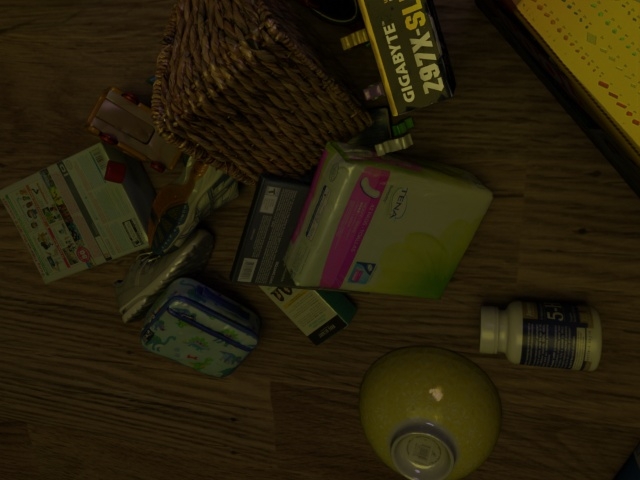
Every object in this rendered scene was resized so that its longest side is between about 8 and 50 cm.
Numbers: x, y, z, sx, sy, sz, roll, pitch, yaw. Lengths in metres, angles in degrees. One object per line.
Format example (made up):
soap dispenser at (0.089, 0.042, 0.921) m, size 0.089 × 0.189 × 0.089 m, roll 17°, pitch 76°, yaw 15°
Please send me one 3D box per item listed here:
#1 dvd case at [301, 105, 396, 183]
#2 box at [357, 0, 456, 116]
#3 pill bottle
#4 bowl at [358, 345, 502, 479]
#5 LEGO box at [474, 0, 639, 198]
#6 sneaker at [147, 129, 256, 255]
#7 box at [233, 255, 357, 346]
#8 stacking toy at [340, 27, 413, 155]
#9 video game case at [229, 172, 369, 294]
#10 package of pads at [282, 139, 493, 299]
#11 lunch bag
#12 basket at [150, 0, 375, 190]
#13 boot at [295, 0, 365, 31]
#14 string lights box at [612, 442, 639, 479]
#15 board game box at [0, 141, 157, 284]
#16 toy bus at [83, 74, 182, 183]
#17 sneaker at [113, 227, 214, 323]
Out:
dvd case at (0.055, -0.106, 0.942) m, size 0.180 × 0.022 × 0.253 m, roll -5°, pitch 107°, yaw 17°
box at (0.111, -0.313, 0.686) m, size 0.079 × 0.322 × 0.257 m, roll -13°, pitch 105°, yaw 19°
pill bottle at (0.374, 0.162, 0.893) m, size 0.186 × 0.112 × 0.112 m, roll 2°, pitch 110°, yaw 16°
bowl at (0.202, 0.369, 0.996) m, size 0.289 × 0.156 × 0.289 m, roll 6°, pitch 111°, yaw 15°
LEGO box at (0.418, -0.185, 0.613) m, size 0.193 × 0.372 × 0.500 m, roll -40°, pitch 94°, yaw 25°
sneaker at (-0.217, -0.081, 0.969) m, size 0.296 × 0.131 × 0.112 m, roll -52°, pitch 54°, yaw 23°
box at (-0.049, 0.087, 1.013) m, size 0.244 × 0.060 × 0.100 m, roll 47°, pitch 125°, yaw -3°
stacking toy at (0.101, -0.232, 0.775) m, size 0.052 × 0.221 × 0.167 m, roll -14°, pitch 106°, yaw 21°
video game case at (0.000, 0.000, 0.884) m, size 0.274 × 0.026 × 0.196 m, roll 7°, pitch 117°, yaw -28°
package of pads at (0.113, -0.028, 0.837) m, size 0.296 × 0.101 × 0.229 m, roll 8°, pitch 118°, yaw -28°
lunch bag at (-0.244, 0.183, 1.060) m, size 0.219 × 0.090 × 0.176 m, roll 34°, pitch 117°, yaw -25°
basket at (-0.101, -0.239, 0.780) m, size 0.223 × 0.299 × 0.213 m, roll -35°, pitch 62°, yaw 20°
boot at (-0.031, -0.402, 0.778) m, size 0.244 × 0.176 × 0.088 m, roll 33°, pitch 117°, yaw 5°
string lights box at (0.615, 0.518, 0.968) m, size 0.133 × 0.077 × 0.260 m, roll 22°, pitch 114°, yaw 9°
board game box at (-0.495, -0.058, 1.084) m, size 0.303 × 0.097 × 0.224 m, roll -17°, pitch 102°, yaw 20°
toy bus at (-0.341, -0.202, 0.978) m, size 0.104 × 0.191 × 0.202 m, roll 15°, pitch 122°, yaw 56°
sneaker at (-0.344, 0.056, 1.075) m, size 0.281 × 0.105 × 0.115 m, roll -39°, pitch 77°, yaw 17°
